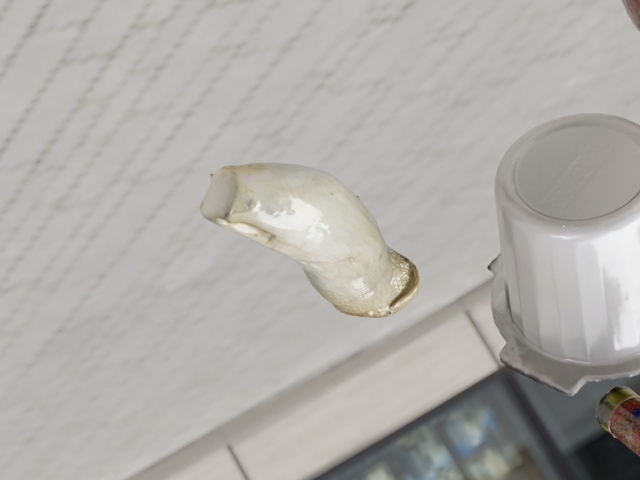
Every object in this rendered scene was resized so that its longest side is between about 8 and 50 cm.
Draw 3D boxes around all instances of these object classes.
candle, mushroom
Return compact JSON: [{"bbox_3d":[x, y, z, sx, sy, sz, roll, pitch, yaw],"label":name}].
[{"bbox_3d":[0.334,0.197,1.785,0.052,0.052,0.130,-28,-148,-12],"label":"candle"},{"bbox_3d":[0.000,0.000,1.843,0.123,0.095,0.351,-22,151,20],"label":"mushroom"}]

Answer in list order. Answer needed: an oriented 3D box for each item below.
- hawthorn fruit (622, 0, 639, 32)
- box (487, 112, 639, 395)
[{"bbox_3d":[0.504,-0.301,1.941,0.369,0.285,0.285,10,141,-45],"label":"hawthorn fruit"},{"bbox_3d":[0.308,-0.005,1.840,0.291,0.262,0.206,-9,137,10],"label":"box"}]
